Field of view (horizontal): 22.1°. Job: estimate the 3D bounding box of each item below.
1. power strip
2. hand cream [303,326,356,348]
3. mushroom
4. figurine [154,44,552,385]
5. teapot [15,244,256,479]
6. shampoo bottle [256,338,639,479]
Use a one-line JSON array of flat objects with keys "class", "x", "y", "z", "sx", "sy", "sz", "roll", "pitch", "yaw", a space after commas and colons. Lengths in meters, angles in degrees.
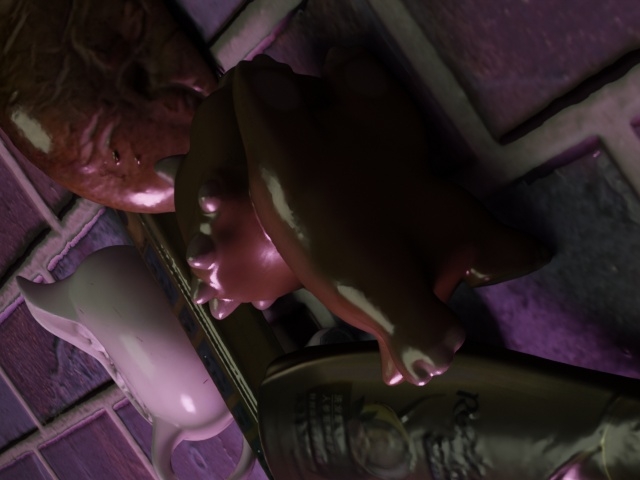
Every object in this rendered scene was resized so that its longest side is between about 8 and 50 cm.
[{"class": "power strip", "x": -0.093, "y": 0.060, "z": 1.403, "sx": 0.387, "sy": 0.066, "sz": 0.092, "roll": 60, "pitch": 164, "yaw": 8}, {"class": "hand cream", "x": -0.002, "y": 0.113, "z": 1.396, "sx": 0.067, "sy": 0.042, "sz": 0.194, "roll": 48, "pitch": 161, "yaw": 7}, {"class": "mushroom", "x": -0.192, "y": -0.130, "z": 1.288, "sx": 0.286, "sy": 0.151, "sz": 0.156, "roll": 52, "pitch": 154, "yaw": 6}, {"class": "figurine", "x": 0.000, "y": -0.005, "z": 1.064, "sx": 0.247, "sy": 0.177, "sz": 0.173, "roll": 43, "pitch": 136, "yaw": 8}, {"class": "teapot", "x": -0.156, "y": 0.110, "z": 1.525, "sx": 0.298, "sy": 0.139, "sz": 0.204, "roll": 46, "pitch": 162, "yaw": 25}, {"class": "shampoo bottle", "x": 0.109, "y": 0.126, "z": 1.057, "sx": 0.350, "sy": 0.084, "sz": 0.125, "roll": -1, "pitch": 106, "yaw": 43}]
